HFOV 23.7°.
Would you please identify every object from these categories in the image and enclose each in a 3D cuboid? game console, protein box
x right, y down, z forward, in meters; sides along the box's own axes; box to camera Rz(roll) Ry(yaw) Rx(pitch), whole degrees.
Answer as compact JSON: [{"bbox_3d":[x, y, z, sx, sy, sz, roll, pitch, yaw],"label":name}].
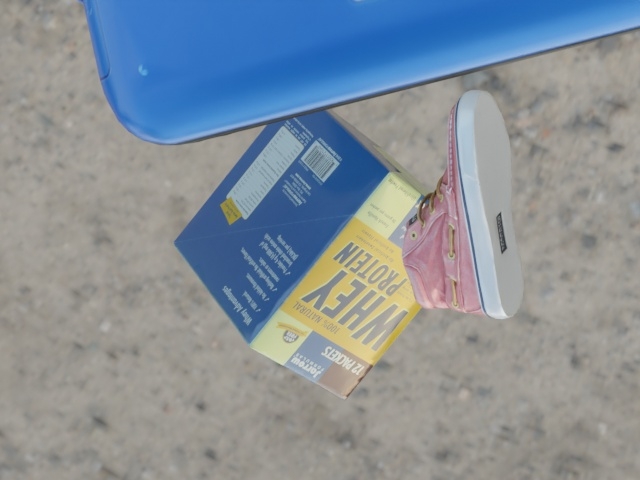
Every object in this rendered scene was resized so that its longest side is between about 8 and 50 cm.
[{"bbox_3d":[0.064,-0.184,0.508,0.293,0.173,0.250,-11,92,33],"label":"game console"},{"bbox_3d":[0.000,0.000,1.447,0.136,0.200,0.201,33,99,-39],"label":"protein box"}]

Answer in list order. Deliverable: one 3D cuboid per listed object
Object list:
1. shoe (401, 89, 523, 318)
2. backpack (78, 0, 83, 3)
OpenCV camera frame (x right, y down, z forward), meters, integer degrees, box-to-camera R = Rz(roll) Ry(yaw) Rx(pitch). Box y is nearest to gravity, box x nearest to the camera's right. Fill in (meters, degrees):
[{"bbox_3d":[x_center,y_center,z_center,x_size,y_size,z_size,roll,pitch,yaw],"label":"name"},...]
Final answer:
[{"bbox_3d":[0.099,-0.025,1.142,0.081,0.063,0.178,3,114,31],"label":"shoe"},{"bbox_3d":[-0.131,-0.345,1.353,0.263,0.213,0.276,-2,147,19],"label":"backpack"}]
